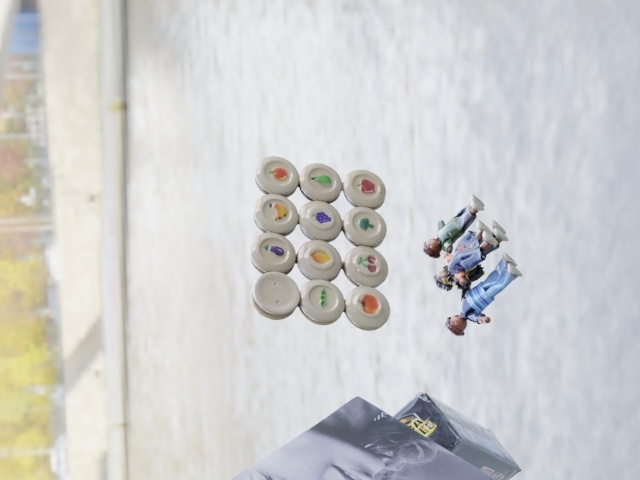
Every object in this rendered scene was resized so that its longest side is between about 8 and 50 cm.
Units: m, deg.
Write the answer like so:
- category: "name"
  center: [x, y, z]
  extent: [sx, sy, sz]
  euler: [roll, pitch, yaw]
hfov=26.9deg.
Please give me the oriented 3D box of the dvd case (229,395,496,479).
- category: "dvd case"
  center: [0.032, 0.196, 0.972]
  extent: [0.164, 0.221, 0.018]
  euler: [29, 121, 24]

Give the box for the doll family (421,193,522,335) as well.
- category: "doll family"
  center: [0.171, 0.033, 1.569]
  extent: [0.111, 0.076, 0.193]
  euler: [-45, 16, 17]

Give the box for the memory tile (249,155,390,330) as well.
- category: "memory tile"
  center: [0.000, 0.000, 1.044]
  extent: [0.012, 0.113, 0.148]
  euler: [119, 156, -54]

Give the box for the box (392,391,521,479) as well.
- category: "box"
  center: [0.053, 0.294, 1.392]
  extent: [0.073, 0.293, 0.295]
  euler: [49, -174, 23]
